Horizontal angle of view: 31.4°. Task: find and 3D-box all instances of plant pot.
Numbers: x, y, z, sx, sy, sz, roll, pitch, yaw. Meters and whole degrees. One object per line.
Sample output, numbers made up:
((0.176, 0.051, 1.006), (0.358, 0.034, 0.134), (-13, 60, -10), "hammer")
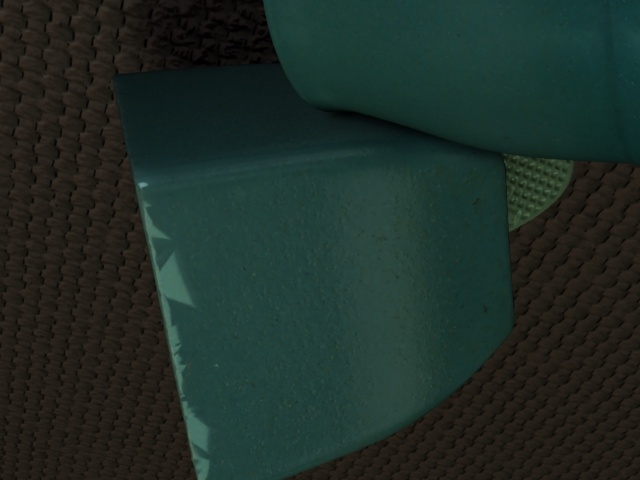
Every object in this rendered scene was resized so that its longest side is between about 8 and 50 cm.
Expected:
((0.000, 0.000, 0.837), (0.252, 0.248, 0.247), (-13, 115, -8), "plant pot")
((0.110, -0.175, 0.686), (0.255, 0.272, 0.272), (1, 144, 22), "plant pot")

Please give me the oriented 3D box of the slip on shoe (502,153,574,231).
((0.052, -0.048, 0.992), (0.331, 0.101, 0.123), (-14, 113, 8), "slip on shoe")
